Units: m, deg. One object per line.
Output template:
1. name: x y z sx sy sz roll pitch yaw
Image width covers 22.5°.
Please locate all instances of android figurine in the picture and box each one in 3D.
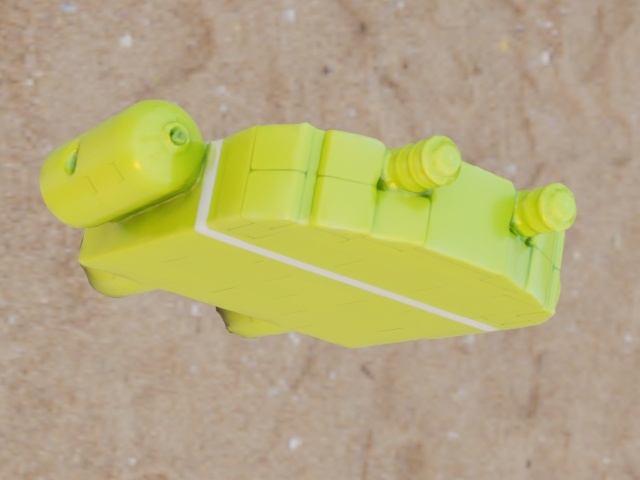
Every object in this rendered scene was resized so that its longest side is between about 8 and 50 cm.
1. android figurine: 0.000 0.000 0.751 0.248 0.273 0.056 19 71 -28
